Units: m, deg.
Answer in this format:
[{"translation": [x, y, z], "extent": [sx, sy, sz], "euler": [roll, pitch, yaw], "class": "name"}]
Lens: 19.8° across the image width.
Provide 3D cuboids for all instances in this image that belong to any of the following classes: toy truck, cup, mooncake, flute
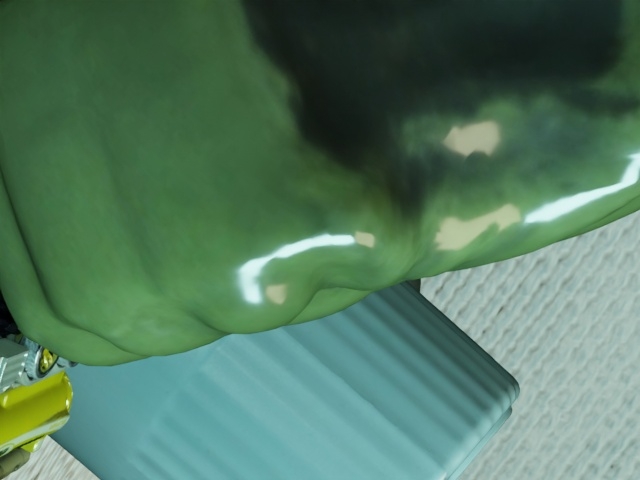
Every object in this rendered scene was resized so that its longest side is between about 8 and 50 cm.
[{"translation": [-0.209, 0.084, 1.032], "extent": [0.227, 0.098, 0.114], "euler": [-22, 133, -73], "class": "toy truck"}, {"translation": [-0.061, 0.122, 1.329], "extent": [0.257, 0.311, 0.331], "euler": [-40, 166, -50], "class": "cup"}, {"translation": [-0.002, -0.058, 0.875], "extent": [0.351, 0.187, 0.351], "euler": [-18, -175, 1], "class": "mooncake"}, {"translation": [-0.295, 0.207, 1.441], "extent": [0.027, 0.027, 0.233], "euler": [-55, 171, 24], "class": "flute"}]

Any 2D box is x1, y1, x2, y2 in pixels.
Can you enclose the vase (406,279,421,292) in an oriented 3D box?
[{"translation": [0.000, 0.000, 1.682], "extent": [0.173, 0.173, 0.321], "euler": [-49, 165, -9], "class": "vase"}]
